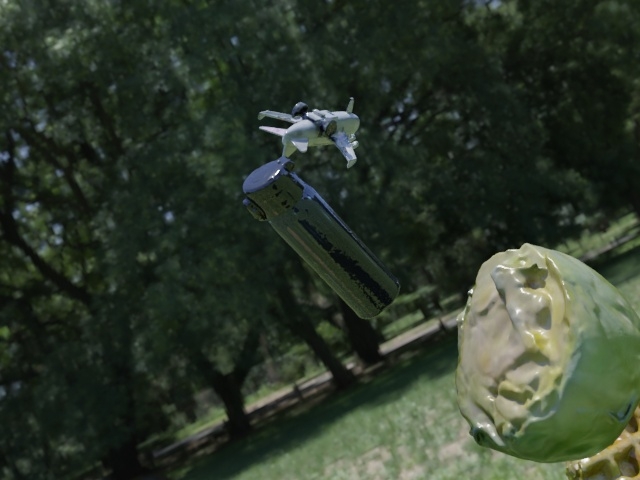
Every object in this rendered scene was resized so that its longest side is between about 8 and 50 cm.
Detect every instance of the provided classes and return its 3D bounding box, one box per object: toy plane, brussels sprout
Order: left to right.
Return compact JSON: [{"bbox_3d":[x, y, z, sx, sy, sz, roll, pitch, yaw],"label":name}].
[{"bbox_3d":[0.001,-0.151,1.280,0.171,0.162,0.065,-29,-40,-44],"label":"toy plane"},{"bbox_3d":[0.174,0.082,0.681,0.122,0.152,0.149,10,-5,-30],"label":"brussels sprout"}]

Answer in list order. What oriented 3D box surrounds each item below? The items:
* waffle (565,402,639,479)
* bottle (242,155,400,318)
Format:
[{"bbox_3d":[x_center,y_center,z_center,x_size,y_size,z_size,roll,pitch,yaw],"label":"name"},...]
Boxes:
[{"bbox_3d":[0.361,0.203,0.986,0.254,0.245,0.052,-69,2,-46],"label":"waffle"},{"bbox_3d":[0.000,0.000,1.180,0.082,0.244,0.072,-42,28,1],"label":"bottle"}]
